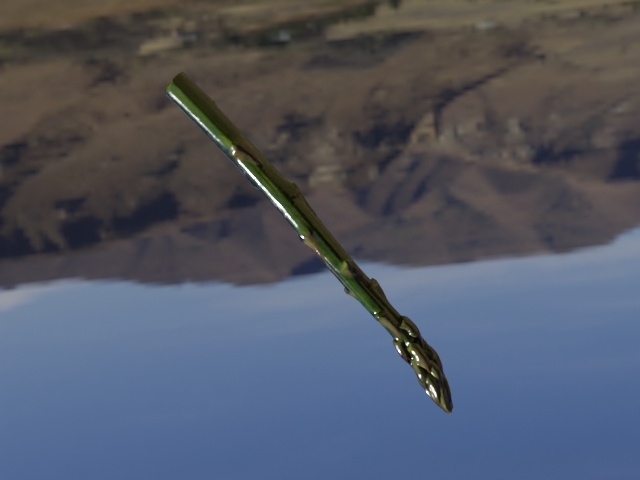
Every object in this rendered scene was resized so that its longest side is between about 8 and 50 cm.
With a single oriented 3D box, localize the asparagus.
[{"bbox_3d":[0.000,0.000,0.562,0.016,0.163,0.016,-38,-174,44],"label":"asparagus"}]
